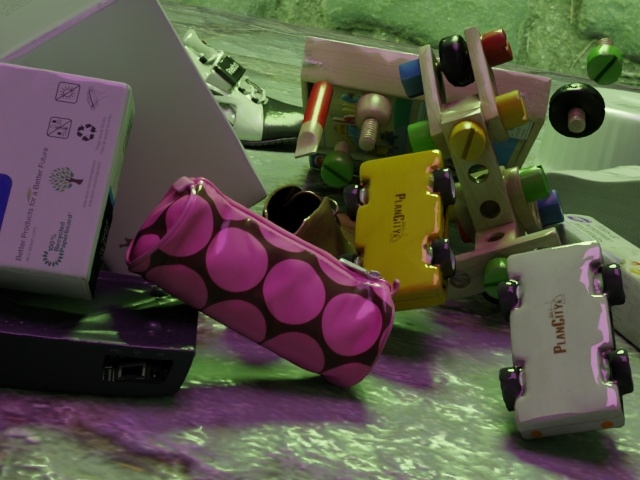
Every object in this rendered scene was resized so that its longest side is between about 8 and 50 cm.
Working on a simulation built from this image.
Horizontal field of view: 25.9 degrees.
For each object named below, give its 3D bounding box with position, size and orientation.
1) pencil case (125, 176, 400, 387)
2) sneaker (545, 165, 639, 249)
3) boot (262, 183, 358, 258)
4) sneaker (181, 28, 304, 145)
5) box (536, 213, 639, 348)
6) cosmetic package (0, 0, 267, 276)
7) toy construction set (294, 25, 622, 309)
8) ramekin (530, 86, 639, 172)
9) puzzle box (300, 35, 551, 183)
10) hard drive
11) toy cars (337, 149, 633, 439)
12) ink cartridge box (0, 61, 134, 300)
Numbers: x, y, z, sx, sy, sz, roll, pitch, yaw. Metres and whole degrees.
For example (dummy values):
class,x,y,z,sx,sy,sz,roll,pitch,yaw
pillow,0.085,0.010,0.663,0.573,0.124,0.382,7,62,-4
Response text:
class,x,y,z,sx,sy,sz,roll,pitch,yaw
pencil case,-0.043,0.028,1.092,0.209,0.098,0.095,29,12,-17
sneaker,0.422,-0.038,1.706,0.169,0.108,0.292,-9,22,-40
boot,0.000,0.000,1.317,0.112,0.115,0.305,10,14,11
sneaker,-0.156,-0.219,1.968,0.331,0.146,0.122,9,14,-5
box,0.310,0.046,1.414,0.063,0.067,0.324,5,15,-16
cosmetic package,-0.222,-0.146,1.389,0.161,0.230,0.453,-31,22,-6
toy construction set,0.125,-0.062,1.384,0.309,0.257,0.237,8,35,5
ramekin,0.452,-0.134,2.017,0.277,0.135,0.277,9,15,-2
puzzle box,0.115,-0.136,1.674,0.272,0.052,0.409,10,-10,4
hard drive,-0.223,0.062,1.072,0.255,0.054,0.172,7,16,-6
toy cars,0.139,0.051,1.192,0.176,0.087,0.394,-37,43,-16
ink cartridge box,-0.319,-0.062,1.051,0.333,0.165,0.065,10,-20,-1
